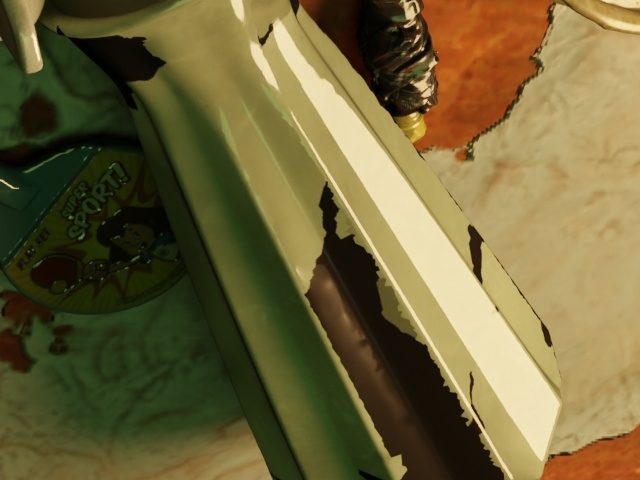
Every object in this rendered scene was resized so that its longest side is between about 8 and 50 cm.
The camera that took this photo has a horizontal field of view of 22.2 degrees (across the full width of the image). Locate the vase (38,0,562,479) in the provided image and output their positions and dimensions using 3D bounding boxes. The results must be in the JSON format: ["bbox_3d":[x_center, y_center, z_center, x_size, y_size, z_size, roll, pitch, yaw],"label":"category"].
[{"bbox_3d":[0.000,0.000,0.771,0.165,0.165,0.360,-30,129,-1],"label":"vase"}]

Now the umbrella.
[{"bbox_3d":[0.034,-0.106,0.775,0.037,0.040,0.144,-30,135,-18],"label":"umbrella"}]

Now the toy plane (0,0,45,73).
[{"bbox_3d":[-0.136,-0.187,0.575,0.252,0.118,0.252,-10,120,-18],"label":"toy plane"}]

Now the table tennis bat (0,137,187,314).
[{"bbox_3d":[-0.121,-0.013,0.788,0.155,0.019,0.100,29,110,-41],"label":"table tennis bat"}]

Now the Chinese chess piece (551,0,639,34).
[{"bbox_3d":[0.159,-0.250,0.654,0.338,0.140,0.338,-13,128,-17],"label":"Chinese chess piece"}]
